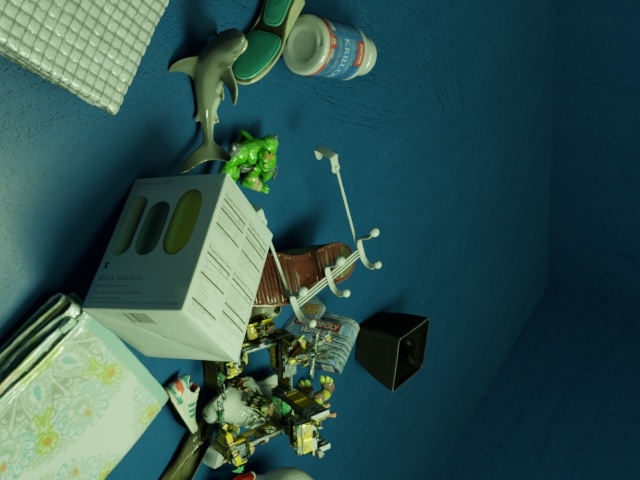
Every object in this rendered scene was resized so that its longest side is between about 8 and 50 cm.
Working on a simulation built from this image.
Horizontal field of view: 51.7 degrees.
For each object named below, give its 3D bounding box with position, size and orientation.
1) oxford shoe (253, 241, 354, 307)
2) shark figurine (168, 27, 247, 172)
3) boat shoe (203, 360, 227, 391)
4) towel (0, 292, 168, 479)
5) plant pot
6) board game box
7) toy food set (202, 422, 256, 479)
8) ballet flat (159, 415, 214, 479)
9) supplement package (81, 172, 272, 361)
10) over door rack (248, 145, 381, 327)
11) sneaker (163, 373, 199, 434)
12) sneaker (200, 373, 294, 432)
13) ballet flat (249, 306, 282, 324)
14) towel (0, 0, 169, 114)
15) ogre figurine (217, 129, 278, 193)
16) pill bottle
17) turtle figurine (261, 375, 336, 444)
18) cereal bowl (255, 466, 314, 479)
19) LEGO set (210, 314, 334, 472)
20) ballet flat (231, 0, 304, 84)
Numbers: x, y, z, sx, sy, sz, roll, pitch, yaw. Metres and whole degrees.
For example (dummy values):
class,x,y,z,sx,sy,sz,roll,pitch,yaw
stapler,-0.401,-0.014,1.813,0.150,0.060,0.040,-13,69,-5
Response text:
class,x,y,z,sx,sy,sz,roll,pitch,yaw
oxford shoe,-0.092,0.081,1.530,0.348,0.130,0.123,-8,94,-33
shark figurine,-0.219,-0.275,1.201,0.116,0.166,0.278,-2,129,-29
boat shoe,-0.230,0.268,1.485,0.048,0.056,0.153,-41,139,-52
towel,-0.452,0.304,1.149,0.320,0.090,0.374,-50,142,-24
plant pot,0.214,0.324,2.059,0.187,0.167,0.188,-24,127,-49
board game box,-0.008,0.231,1.703,0.060,0.194,0.194,72,34,-45
toy food set,-0.218,0.551,1.603,0.104,0.111,0.232,11,96,-69
ballet flat,-0.306,0.523,1.500,0.249,0.058,0.084,-64,146,-10
supplement package,-0.237,0.048,1.153,0.198,0.199,0.262,58,38,-50
over door rack,0.000,0.000,1.416,0.239,0.108,0.324,-39,122,-25
sneaker,-0.286,0.355,1.441,0.075,0.057,0.161,-42,136,-28
sneaker,-0.155,0.395,1.564,0.111,0.129,0.297,-42,155,27
ballet flat,-0.167,0.162,1.498,0.213,0.068,0.072,-10,89,-55
towel,-0.364,-0.342,0.908,0.284,0.121,0.235,30,80,-55
ogre figurine,-0.149,-0.154,1.349,0.197,0.097,0.118,-6,131,-38
pill bottle,0.027,-0.413,1.434,0.221,0.124,0.124,-13,117,-53
turtle figurine,-0.029,0.453,1.740,0.087,0.269,0.217,50,34,-12
cereal bowl,-0.165,0.691,1.643,0.339,0.141,0.339,-44,180,0
LEGO set,-0.098,0.345,1.408,0.255,0.192,0.331,-3,104,-37
ballet flat,-0.098,-0.402,1.307,0.086,0.086,0.248,41,71,-55
